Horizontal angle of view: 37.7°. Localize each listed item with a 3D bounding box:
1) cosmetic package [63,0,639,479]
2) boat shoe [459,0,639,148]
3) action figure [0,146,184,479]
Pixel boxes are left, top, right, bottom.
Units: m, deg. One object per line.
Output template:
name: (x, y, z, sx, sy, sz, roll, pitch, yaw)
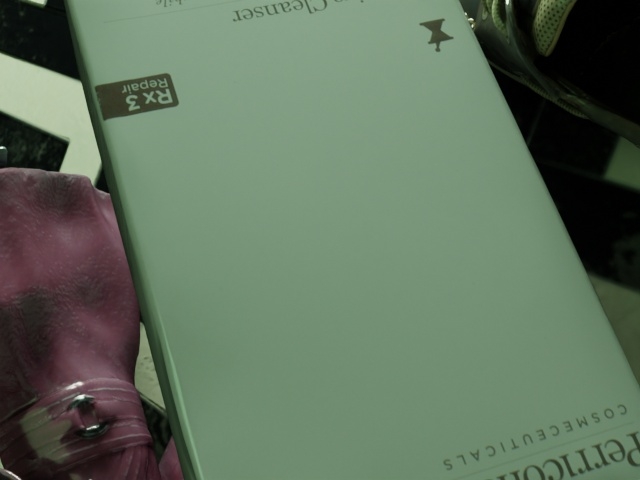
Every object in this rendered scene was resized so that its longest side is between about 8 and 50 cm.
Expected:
cosmetic package: (0.000, 0.000, 0.519, 0.217, 0.156, 0.385, -16, 66, -14)
boat shoe: (0.160, -0.130, 0.506, 0.355, 0.130, 0.132, 42, 105, 35)
action figure: (-0.184, 0.131, 0.638, 0.275, 0.248, 0.370, -38, 66, 39)
